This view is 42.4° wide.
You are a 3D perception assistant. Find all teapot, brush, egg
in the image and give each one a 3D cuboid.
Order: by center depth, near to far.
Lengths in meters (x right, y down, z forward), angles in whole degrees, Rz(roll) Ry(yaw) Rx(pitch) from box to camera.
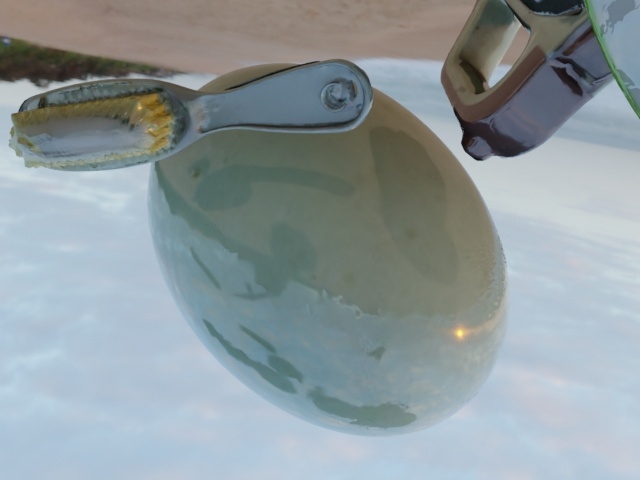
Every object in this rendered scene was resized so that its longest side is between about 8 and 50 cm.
[{"bbox_3d":[0.199,-0.205,0.576,0.233,0.315,0.312,35,-148,-16],"label":"teapot"},{"bbox_3d":[-0.110,-0.085,0.583,0.296,0.068,0.060,-5,-164,21],"label":"brush"},{"bbox_3d":[0.000,0.000,0.736,0.276,0.276,0.389,1,-142,-44],"label":"egg"}]

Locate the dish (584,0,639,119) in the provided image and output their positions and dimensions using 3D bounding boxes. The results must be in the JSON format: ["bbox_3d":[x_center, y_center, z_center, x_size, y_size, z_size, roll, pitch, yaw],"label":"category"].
[{"bbox_3d":[0.297,-0.173,0.429,0.324,0.324,0.124,6,174,-23],"label":"dish"}]
